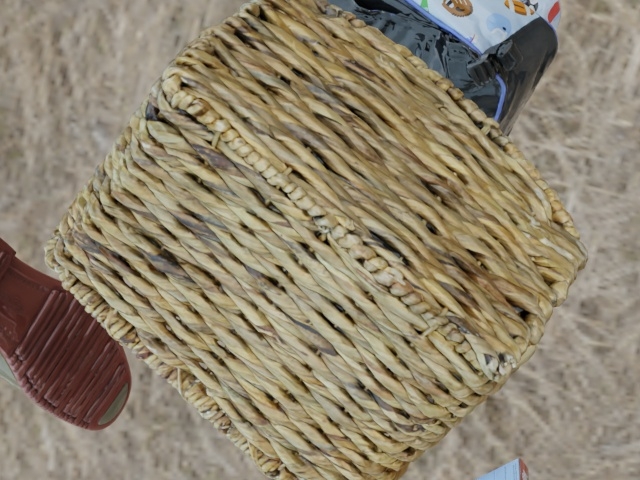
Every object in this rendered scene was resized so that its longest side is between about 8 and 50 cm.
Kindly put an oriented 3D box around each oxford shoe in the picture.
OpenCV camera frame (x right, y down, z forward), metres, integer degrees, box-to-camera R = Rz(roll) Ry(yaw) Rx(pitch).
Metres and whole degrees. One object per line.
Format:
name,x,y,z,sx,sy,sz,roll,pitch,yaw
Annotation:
oxford shoe,-0.334,0.080,1.620,0.130,0.348,0.123,11,58,45

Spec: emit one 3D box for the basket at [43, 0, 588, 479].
basket,0.000,0.000,1.052,0.299,0.213,0.223,41,132,0

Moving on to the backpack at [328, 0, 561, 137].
backpack,0.097,-0.203,1.542,0.263,0.213,0.276,36,142,10

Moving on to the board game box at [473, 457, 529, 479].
board game box,0.196,0.385,1.879,0.145,0.027,0.281,-29,19,18
